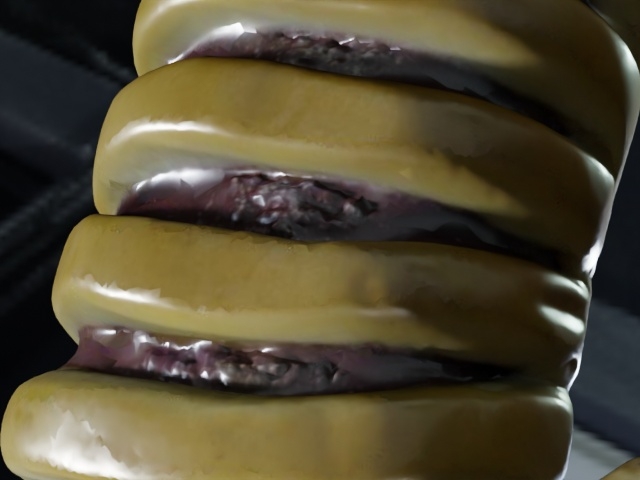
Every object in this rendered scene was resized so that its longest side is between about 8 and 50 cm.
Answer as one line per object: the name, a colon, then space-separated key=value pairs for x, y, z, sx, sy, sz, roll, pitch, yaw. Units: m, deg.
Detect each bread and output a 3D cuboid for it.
bread: x=0.000 y=0.000 z=0.455 sx=0.134 sy=0.081 sz=0.225 roll=4 pitch=-114 yaw=27

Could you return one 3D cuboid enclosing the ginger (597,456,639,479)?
ginger: x=0.013 y=0.213 z=0.631 sx=0.375 sy=0.256 sz=0.176 roll=-40 pitch=-144 yaw=-3
